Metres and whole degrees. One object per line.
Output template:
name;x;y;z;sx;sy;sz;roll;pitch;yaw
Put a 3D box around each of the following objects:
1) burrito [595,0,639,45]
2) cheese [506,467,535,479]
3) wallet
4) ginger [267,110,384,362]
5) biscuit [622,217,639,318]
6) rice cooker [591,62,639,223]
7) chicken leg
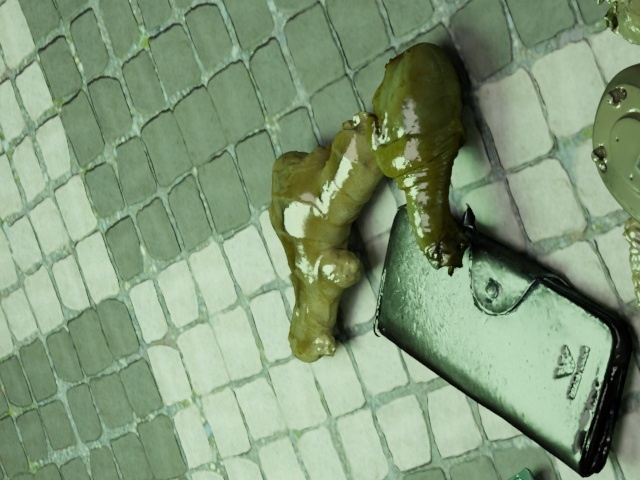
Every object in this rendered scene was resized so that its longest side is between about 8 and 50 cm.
burrito;0.289;-0.185;1.568;0.188;0.045;0.058;24;122;61
cheese;0.219;0.288;1.880;0.067;0.026;0.120;-45;67;49
wallet;0.171;0.088;1.850;0.318;0.045;0.172;34;124;43
ginger;0.000;0.000;2.018;0.148;0.081;0.333;24;124;27
biscuit;0.311;0.053;1.640;0.082;0.070;0.168;-10;93;45
rice cooker;0.308;-0.070;1.542;0.206;0.127;0.145;-126;39;-51
chicken leg;0.099;-0.077;1.838;0.103;0.088;0.227;-5;93;38
